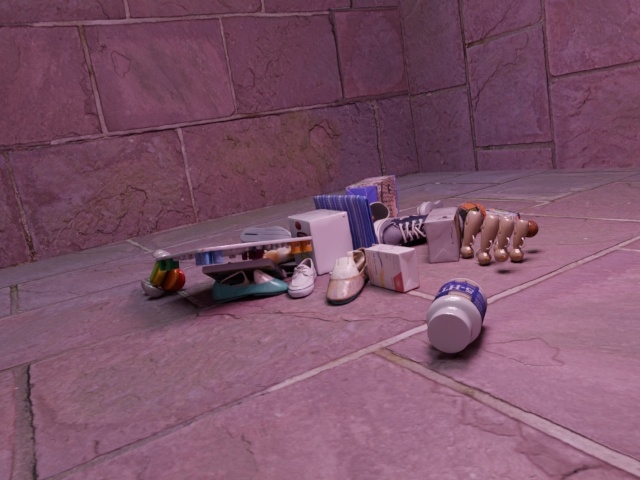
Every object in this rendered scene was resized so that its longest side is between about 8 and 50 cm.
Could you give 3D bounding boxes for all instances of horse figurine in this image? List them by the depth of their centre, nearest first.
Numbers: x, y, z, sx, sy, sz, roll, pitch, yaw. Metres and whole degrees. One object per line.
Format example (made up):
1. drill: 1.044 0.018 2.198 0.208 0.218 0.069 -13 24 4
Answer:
1. horse figurine: -0.160 0.054 2.125 0.263 0.066 0.174 -11 5 -18

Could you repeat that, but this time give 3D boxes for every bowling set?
1. bowling set: 0.570 0.007 1.644 0.199 0.154 0.287 8 8 -8

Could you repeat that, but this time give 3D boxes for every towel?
1. towel: 0.086 -0.043 1.947 0.040 0.243 0.336 -20 14 -30

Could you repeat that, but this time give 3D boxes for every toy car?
1. toy car: -0.556 0.127 1.945 0.136 0.159 0.182 24 -4 -25

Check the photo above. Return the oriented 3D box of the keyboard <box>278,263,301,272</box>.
1. keyboard: -0.148 0.105 1.897 0.180 0.023 0.108 -4 -11 -5

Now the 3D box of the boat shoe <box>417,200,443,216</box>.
1. boat shoe: 0.485 -0.135 2.455 0.088 0.096 0.267 -8 9 29

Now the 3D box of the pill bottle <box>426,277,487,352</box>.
1. pill bottle: 0.282 0.157 1.122 0.112 0.112 0.186 -5 12 23

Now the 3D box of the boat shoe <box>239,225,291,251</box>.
1. boat shoe: -0.217 0.001 2.343 0.302 0.094 0.109 9 65 39

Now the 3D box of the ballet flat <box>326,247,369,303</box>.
1. ballet flat: 0.086 0.092 1.618 0.107 0.106 0.316 -5 12 20

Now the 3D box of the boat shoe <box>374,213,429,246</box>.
1. boat shoe: 0.320 -0.040 2.013 0.158 0.127 0.340 -11 8 33

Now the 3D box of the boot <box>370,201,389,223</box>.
1. boot: 0.165 -0.045 2.102 0.244 0.088 0.176 -42 -7 -47

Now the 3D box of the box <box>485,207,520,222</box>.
1. box: 0.715 -0.097 2.215 0.114 0.036 0.207 -11 11 -8

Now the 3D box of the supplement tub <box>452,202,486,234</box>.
1. supplement tub: 0.541 -0.079 2.064 0.190 0.117 0.117 -17 13 -35

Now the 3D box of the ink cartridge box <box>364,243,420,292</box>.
1. ink cartridge box: 0.196 0.076 1.581 0.067 0.115 0.198 -16 12 -29

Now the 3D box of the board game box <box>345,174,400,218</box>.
1. board game box: 0.237 -0.148 2.368 0.141 0.232 0.291 -3 13 24

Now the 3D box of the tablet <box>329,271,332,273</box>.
1. tablet: 0.076 0.104 1.821 0.083 0.006 0.054 -13 11 -18

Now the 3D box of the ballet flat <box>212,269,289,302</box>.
1. ballet flat: -0.222 0.137 1.697 0.247 0.087 0.083 -9 8 1

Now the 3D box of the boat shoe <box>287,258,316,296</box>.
1. boat shoe: -0.062 0.114 1.705 0.083 0.076 0.226 -9 11 6

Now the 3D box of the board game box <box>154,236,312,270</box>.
1. board game box: -0.285 0.046 1.753 0.389 0.050 0.390 -7 -1 -36

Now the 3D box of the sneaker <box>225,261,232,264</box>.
1. sneaker: -0.304 0.110 1.947 0.134 0.070 0.051 -8 8 7

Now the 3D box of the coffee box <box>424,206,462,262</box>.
1. coffee box: 0.422 -0.024 1.835 0.098 0.141 0.246 -6 11 19

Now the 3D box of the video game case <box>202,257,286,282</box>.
1. video game case: -0.247 0.106 1.791 0.226 0.026 0.206 -7 -17 10

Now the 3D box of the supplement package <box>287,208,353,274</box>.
1. supplement package: 0.000 0.000 1.919 0.149 0.194 0.203 -15 12 -23
